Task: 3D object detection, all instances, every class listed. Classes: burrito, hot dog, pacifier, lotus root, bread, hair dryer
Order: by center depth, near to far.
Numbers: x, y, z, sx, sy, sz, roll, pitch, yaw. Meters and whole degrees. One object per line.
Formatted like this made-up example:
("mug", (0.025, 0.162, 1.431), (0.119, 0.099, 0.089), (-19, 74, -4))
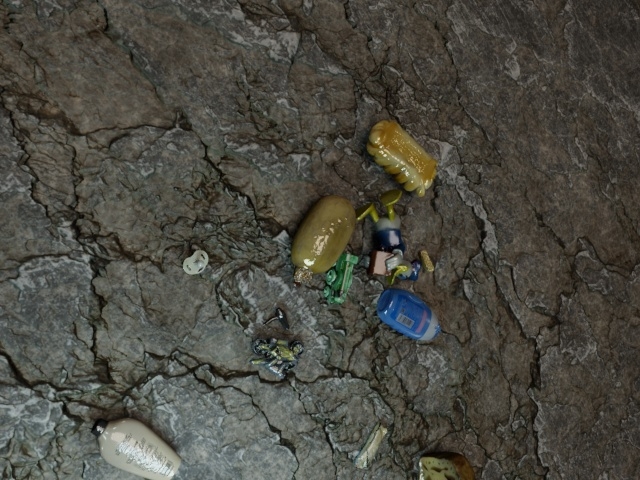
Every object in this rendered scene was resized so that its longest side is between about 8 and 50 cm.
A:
("pacifier", (-0.368, 0.071, 1.471), (0.083, 0.064, 0.068), (-40, 120, -24))
("hair dryer", (-0.147, 0.267, 1.587), (0.083, 0.031, 0.079), (-25, 105, -12))
("lotus root", (0.000, 0.000, 1.609), (0.169, 0.151, 0.343), (36, 68, -18))
("burrito", (0.177, 0.713, 1.692), (0.051, 0.042, 0.171), (42, 66, -20))
("lotus root", (0.469, 0.862, 1.749), (0.179, 0.188, 0.199), (11, 78, -39))
("bread", (0.294, -0.310, 1.801), (0.311, 0.121, 0.173), (40, 66, -17))
("hot dog", (0.402, 0.081, 1.867), (0.030, 0.034, 0.090), (-17, 74, -17))

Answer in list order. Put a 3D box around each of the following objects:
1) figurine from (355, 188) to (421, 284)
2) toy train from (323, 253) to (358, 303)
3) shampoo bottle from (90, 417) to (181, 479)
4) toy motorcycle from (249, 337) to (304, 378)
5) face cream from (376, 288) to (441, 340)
("figurine", (0.262, 0.037, 1.721), (0.338, 0.204, 0.284), (50, 41, -27))
("toy train", (0.068, 0.129, 1.659), (0.071, 0.104, 0.178), (19, 78, -28))
("shampoo bottle", (-0.511, 0.569, 1.343), (0.257, 0.078, 0.127), (42, 74, -19))
("toy motorcycle", (-0.136, 0.375, 1.557), (0.193, 0.061, 0.124), (11, 73, -33))
("face cream", (0.332, 0.276, 1.784), (0.263, 0.083, 0.149), (32, 73, -20))
